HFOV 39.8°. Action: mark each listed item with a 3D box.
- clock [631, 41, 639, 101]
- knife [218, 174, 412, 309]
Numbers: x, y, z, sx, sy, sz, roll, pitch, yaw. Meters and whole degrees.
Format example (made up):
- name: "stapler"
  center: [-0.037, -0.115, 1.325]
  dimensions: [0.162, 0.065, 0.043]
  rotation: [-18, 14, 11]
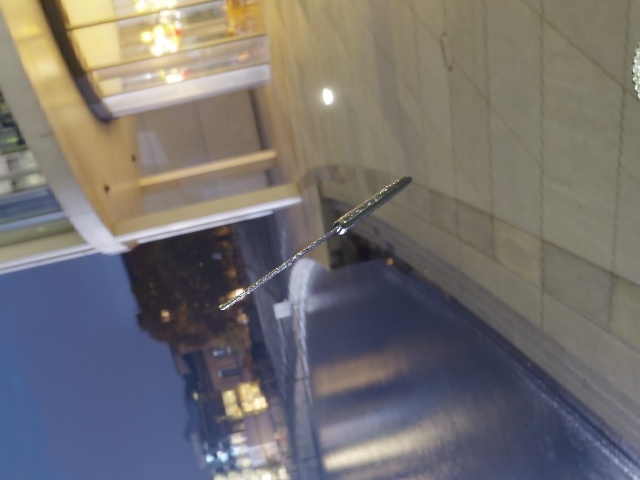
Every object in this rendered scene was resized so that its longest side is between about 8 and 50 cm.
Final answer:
- name: "clock"
  center: [0.281, -0.135, 0.726]
  dimensions: [0.010, 0.083, 0.074]
  rotation: [0, 99, 55]
- name: "knife"
  center: [0.000, 0.000, 0.570]
  dimensions: [0.010, 0.170, 0.023]
  rotation: [53, 148, 5]
